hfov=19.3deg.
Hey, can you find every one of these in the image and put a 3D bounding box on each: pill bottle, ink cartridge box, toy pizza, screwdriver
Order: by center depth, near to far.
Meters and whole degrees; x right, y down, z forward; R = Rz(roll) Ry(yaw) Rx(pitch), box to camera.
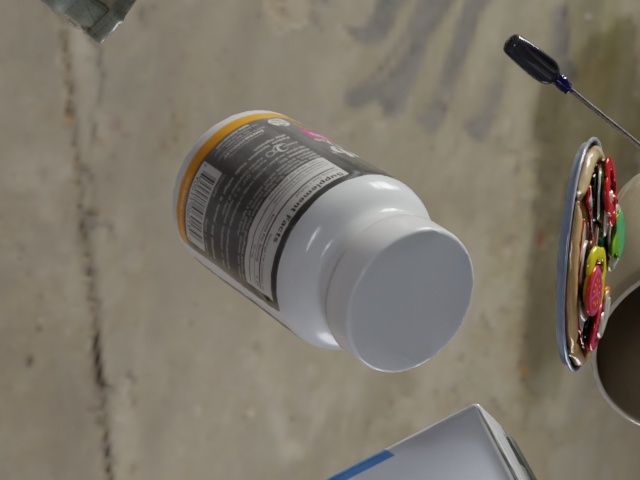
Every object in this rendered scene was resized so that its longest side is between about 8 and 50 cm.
[{"bbox_3d":[0.215,-0.117,1.563,0.170,0.025,0.024,37,63,-26],"label":"screwdriver"},{"bbox_3d":[0.233,0.013,1.597,0.201,0.032,0.201,5,90,-74],"label":"toy pizza"},{"bbox_3d":[0.000,0.000,1.655,0.162,0.278,0.162,-17,121,-30],"label":"pill bottle"},{"bbox_3d":[0.119,0.294,1.995,0.129,0.223,0.307,63,6,17],"label":"ink cartridge box"}]

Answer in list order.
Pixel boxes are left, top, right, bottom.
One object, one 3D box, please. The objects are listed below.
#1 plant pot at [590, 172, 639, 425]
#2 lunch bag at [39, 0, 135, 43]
[{"bbox_3d":[0.421,0.041,2.165,0.274,0.256,0.256,-92,171,-55],"label":"plant pot"},{"bbox_3d":[-0.196,-0.289,1.306,0.235,0.169,0.287,38,46,-17],"label":"lunch bag"}]
